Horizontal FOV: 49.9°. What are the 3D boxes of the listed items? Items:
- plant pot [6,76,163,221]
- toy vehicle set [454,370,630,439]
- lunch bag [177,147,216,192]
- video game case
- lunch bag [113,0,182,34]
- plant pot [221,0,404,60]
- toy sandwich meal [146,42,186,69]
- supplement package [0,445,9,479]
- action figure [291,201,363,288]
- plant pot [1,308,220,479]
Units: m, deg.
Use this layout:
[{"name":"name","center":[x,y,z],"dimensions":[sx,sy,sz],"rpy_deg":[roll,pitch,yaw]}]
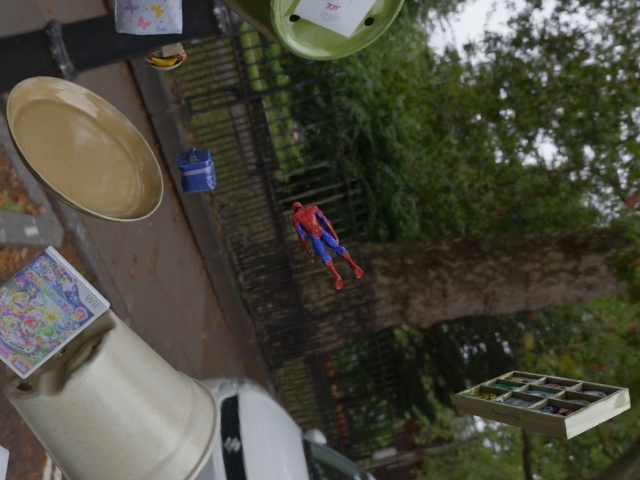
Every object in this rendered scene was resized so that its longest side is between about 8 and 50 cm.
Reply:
[{"name":"plant pot","center":[-0.316,-0.117,0.928],"dimensions":[0.236,0.032,0.236],"rpy_deg":[38,29,-27]},{"name":"toy vehicle set","center":[0.397,0.293,1.260],"dimensions":[0.266,0.165,0.035],"rpy_deg":[-5,-83,59]},{"name":"lunch bag","center":[-0.236,-0.140,1.310],"dimensions":[0.098,0.067,0.065],"rpy_deg":[-115,-163,-62]},{"name":"video game case","center":[-0.293,0.075,0.710],"dimensions":[0.087,0.122,0.011],"rpy_deg":[49,5,-16]},{"name":"lunch bag","center":[-0.223,-0.303,0.880],"dimensions":[0.053,0.083,0.071],"rpy_deg":[45,-41,51]},{"name":"plant pot","center":[-0.031,-0.331,0.707],"dimensions":[0.275,0.274,0.294],"rpy_deg":[78,-10,-55]},{"name":"toy sandwich meal","center":[-0.324,-0.387,1.442],"dimensions":[0.086,0.085,0.029],"rpy_deg":[-104,-168,-45]},{"name":"supplement package","center":[-0.606,0.414,1.034],"dimensions":[0.204,0.145,0.262],"rpy_deg":[70,5,-47]},{"name":"action figure","center":[0.000,0.000,0.711],"dimensions":[0.115,0.038,0.030],"rpy_deg":[56,-7,32]},{"name":"plant pot","center":[-0.404,0.297,1.274],"dimensions":[0.334,0.333,0.306],"rpy_deg":[-105,170,-54]}]
